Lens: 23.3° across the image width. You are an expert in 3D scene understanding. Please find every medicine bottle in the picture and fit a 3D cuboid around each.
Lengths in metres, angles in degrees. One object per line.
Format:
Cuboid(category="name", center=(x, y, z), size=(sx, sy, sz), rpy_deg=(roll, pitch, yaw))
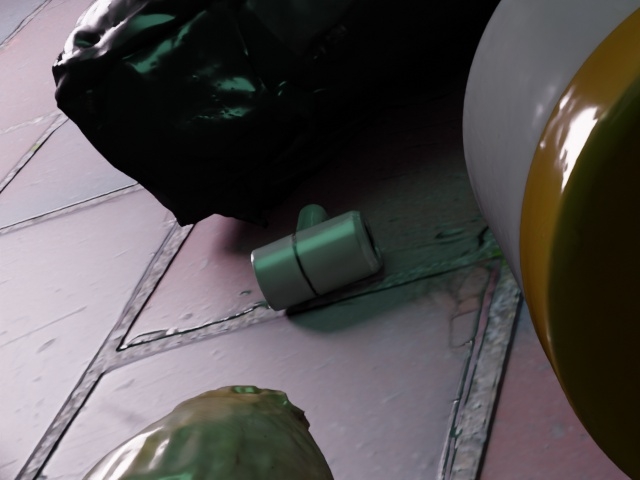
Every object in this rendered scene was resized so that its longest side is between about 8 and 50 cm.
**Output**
Cuboid(category="medicine bottle", center=(0.195, -0.027, 0.686), size=(0.238, 0.238, 0.232), rpy_deg=(-24, 21, 6))

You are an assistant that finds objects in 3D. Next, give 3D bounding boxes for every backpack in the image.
Cuboid(category="backpack", center=(0.022, -0.203, 1.262), size=(0.446, 0.255, 0.363), rpy_deg=(-32, 17, 27))

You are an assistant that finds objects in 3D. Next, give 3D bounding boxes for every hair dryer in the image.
Cuboid(category="hair dryer", center=(0.000, 0.000, 1.108), size=(0.082, 0.047, 0.137), rpy_deg=(-22, 15, 9))

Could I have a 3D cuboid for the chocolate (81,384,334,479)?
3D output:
Cuboid(category="chocolate", center=(-0.086, 0.182, 0.687), size=(0.134, 0.134, 0.309), rpy_deg=(-8, 30, 39))
